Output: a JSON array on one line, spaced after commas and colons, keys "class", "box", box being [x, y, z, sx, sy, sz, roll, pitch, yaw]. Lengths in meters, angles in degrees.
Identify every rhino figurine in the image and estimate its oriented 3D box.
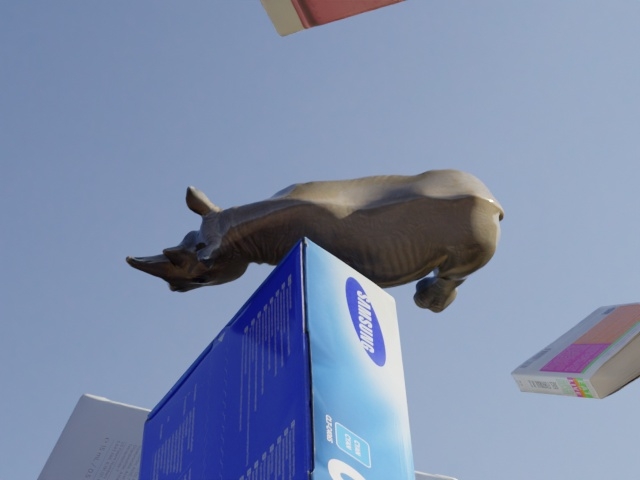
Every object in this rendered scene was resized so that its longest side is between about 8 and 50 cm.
[{"class": "rhino figurine", "box": [0.000, 0.000, 1.191, 0.243, 0.073, 0.106, -4, -24, -11]}]

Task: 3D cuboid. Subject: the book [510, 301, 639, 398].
[{"class": "book", "box": [0.213, 0.084, 1.468, 0.096, 0.035, 0.144, -34, 8, -15]}]

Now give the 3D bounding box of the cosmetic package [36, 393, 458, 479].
[{"class": "cosmetic package", "box": [-0.097, 0.298, 1.209, 0.284, 0.377, 0.097, 10, -34, 26]}]

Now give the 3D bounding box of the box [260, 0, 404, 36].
[{"class": "box", "box": [0.055, -0.255, 1.435, 0.149, 0.126, 0.232, -38, 17, -33]}]

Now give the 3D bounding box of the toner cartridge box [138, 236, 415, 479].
[{"class": "toner cartridge box", "box": [-0.028, 0.153, 1.009, 0.075, 0.348, 0.165, 35, -67, -18]}]
